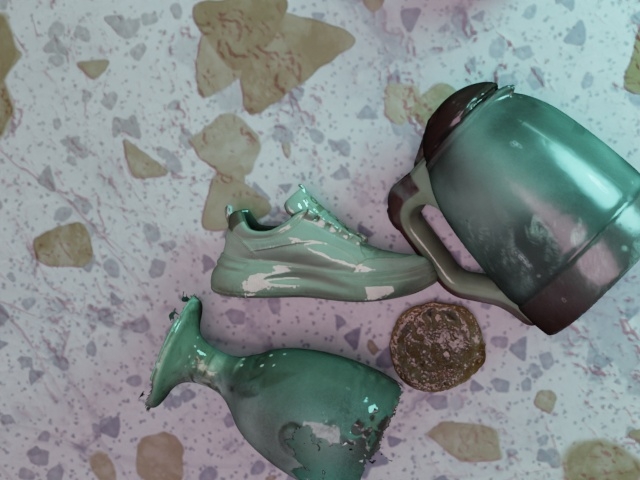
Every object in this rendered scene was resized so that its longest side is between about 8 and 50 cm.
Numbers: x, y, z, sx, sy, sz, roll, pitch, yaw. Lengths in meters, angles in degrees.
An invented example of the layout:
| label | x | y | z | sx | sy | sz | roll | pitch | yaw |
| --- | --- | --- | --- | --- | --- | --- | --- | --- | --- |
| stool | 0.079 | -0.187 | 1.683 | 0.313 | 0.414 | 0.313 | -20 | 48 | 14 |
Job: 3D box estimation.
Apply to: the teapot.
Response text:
| label | x | y | z | sx | sy | sz | roll | pitch | yaw |
| --- | --- | --- | --- | --- | --- | --- | --- | --- | --- |
| teapot | 0.245 | -0.043 | 1.559 | 0.312 | 0.233 | 0.315 | 46 | 129 | 5 |

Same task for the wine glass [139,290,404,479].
| label | x | y | z | sx | sy | sz | roll | pitch | yaw |
| --- | --- | --- | --- | --- | --- | --- | --- | --- | --- |
| wine glass | -0.057 | 0.217 | 1.635 | 0.357 | 0.190 | 0.190 | 25 | 101 | 7 |

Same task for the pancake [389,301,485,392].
| label | x | y | z | sx | sy | sz | roll | pitch | yaw |
| --- | --- | --- | --- | --- | --- | --- | --- | --- | --- |
| pancake | 0.164 | 0.149 | 1.676 | 0.139 | 0.022 | 0.139 | 1 | 100 | 7 |

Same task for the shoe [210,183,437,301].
| label | x | y | z | sx | sy | sz | roll | pitch | yaw |
| --- | --- | --- | --- | --- | --- | --- | --- | --- | --- |
| shoe | 0.000 | 0.000 | 1.625 | 0.316 | 0.124 | 0.159 | -3 | 95 | 9 |
